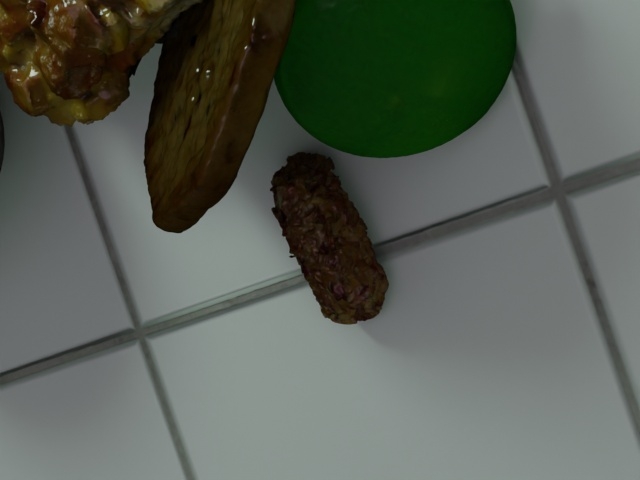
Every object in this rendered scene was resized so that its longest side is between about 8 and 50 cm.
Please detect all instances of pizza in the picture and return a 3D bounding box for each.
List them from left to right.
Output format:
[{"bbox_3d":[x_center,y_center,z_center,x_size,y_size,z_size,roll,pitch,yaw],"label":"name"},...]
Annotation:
[{"bbox_3d":[-0.263,-0.233,1.558,0.409,0.114,0.277,24,135,34],"label":"pizza"}]

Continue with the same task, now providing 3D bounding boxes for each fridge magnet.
[{"bbox_3d":[0.061,-0.162,1.420,0.208,0.208,0.088,-61,24,28],"label":"fridge magnet"}]

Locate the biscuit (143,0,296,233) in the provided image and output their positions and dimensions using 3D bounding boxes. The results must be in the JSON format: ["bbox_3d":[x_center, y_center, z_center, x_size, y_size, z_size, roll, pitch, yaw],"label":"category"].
[{"bbox_3d":[-0.083,-0.181,1.454,0.359,0.046,0.359,-166,90,-71],"label":"biscuit"}]

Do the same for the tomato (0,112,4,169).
[{"bbox_3d":[-0.470,-0.101,1.688,0.282,0.317,0.316,41,120,20],"label":"tomato"}]

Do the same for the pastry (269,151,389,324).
[{"bbox_3d":[0.002,-0.001,1.553,0.087,0.063,0.169,-33,83,37],"label":"pastry"}]
